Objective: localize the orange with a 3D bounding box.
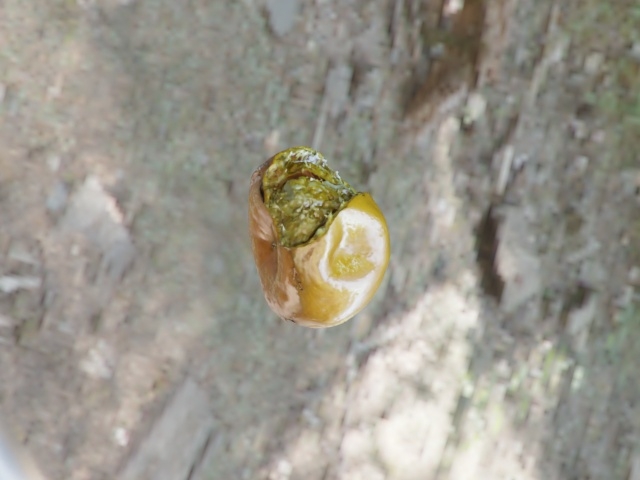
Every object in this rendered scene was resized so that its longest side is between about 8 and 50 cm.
[{"bbox_3d":[0.000,0.000,0.807,0.062,0.086,0.086,-8,116,-19],"label":"orange"}]
